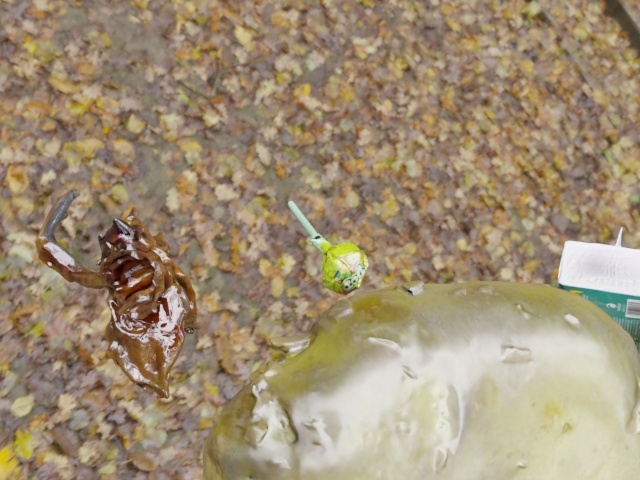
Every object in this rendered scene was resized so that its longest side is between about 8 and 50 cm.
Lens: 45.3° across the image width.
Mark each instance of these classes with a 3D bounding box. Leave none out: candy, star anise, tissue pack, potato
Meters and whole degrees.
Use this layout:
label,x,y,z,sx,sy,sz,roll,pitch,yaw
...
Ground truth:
label,x,y,z,sx,sy,sz,roll,pitch,yaw
candy,0.000,0.000,0.969,0.058,0.062,0.194,29,14,-40
star anise,-0.265,0.046,1.034,0.148,0.237,0.346,-40,67,-5
tissue pack,0.270,0.048,0.721,0.111,0.085,0.079,69,36,-49
potato,0.074,0.117,0.467,0.296,0.141,0.192,1,99,-23

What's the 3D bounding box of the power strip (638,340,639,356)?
label,x,y,z,sx,sy,sz,roll,pitch,yaw
power strip,0.401,0.108,0.587,0.093,0.288,0.053,-35,124,-39
